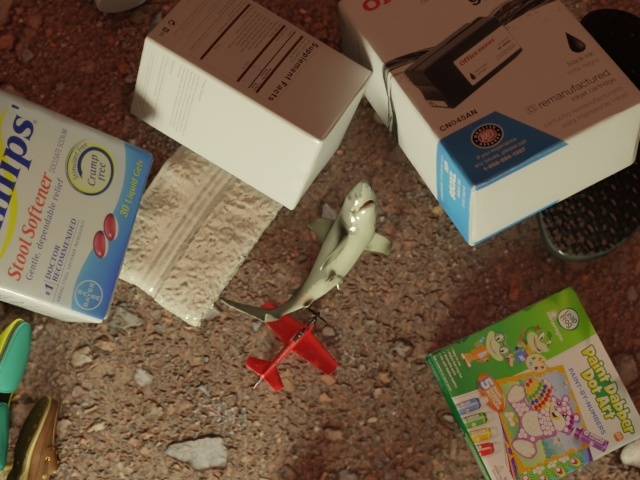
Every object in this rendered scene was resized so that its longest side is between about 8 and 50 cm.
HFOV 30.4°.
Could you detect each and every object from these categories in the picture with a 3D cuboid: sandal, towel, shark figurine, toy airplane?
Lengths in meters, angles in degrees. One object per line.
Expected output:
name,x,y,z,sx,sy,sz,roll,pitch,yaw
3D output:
sandal,0.435,-0.153,1.830,0.167,0.107,0.446,16,65,2
towel,-0.183,-0.029,1.789,0.187,0.049,0.282,33,79,5
shark figurine,-0.008,0.022,1.779,0.278,0.166,0.116,-49,58,6
toy airplane,-0.052,0.162,1.765,0.151,0.028,0.151,0,77,-2

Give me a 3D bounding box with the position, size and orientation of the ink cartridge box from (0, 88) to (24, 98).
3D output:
ink cartridge box,-0.538,-0.128,1.771,0.153,0.087,0.208,15,79,1

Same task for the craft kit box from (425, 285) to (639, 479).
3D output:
craft kit box,0.322,0.231,1.758,0.246,0.061,0.250,-25,81,-10

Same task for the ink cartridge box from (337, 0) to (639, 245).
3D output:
ink cartridge box,0.240,-0.235,1.730,0.285,0.166,0.395,-27,60,-9

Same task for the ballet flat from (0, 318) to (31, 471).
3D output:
ballet flat,-0.483,0.224,1.712,0.077,0.077,0.231,6,79,15

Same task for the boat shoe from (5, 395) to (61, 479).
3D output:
boat shoe,-0.409,0.315,1.704,0.060,0.064,0.178,21,78,-30

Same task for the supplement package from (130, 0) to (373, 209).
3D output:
supplement package,-0.104,-0.219,1.743,0.293,0.177,0.175,32,53,3

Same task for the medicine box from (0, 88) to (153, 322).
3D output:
medicine box,-0.423,-0.048,1.668,0.289,0.149,0.264,22,76,-32

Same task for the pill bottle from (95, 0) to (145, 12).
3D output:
pill bottle,-0.347,-0.491,1.826,0.146,0.146,0.264,-20,80,-7
